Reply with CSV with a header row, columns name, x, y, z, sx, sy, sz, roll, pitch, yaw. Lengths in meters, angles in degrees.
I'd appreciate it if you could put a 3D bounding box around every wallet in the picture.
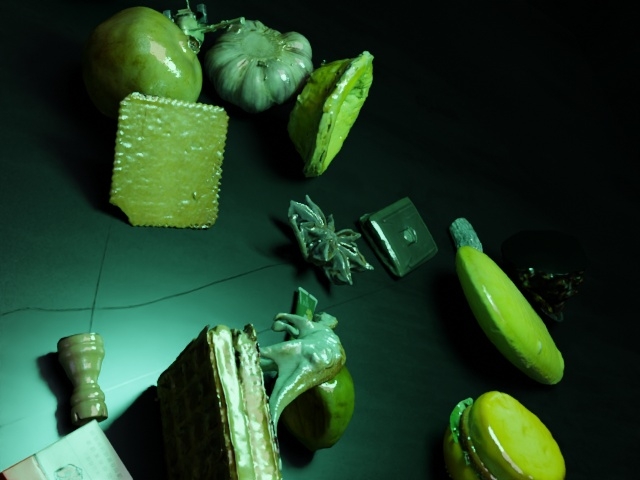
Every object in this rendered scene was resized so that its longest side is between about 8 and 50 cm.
name,x,y,z,sx,sy,sz,roll,pitch,yaw
wallet,0.197,-0.015,1.912,0.169,0.052,0.245,57,34,5

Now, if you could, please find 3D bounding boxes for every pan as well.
name,x,y,z,sx,sy,sz,roll,pitch,yaw
pan,0.562,0.147,2.142,0.235,0.028,0.136,31,28,-33

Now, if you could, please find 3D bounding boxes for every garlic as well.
name,x,y,z,sx,sy,sz,roll,pitch,yaw
garlic,-0.134,-0.377,1.795,0.245,0.160,0.245,1,54,-2

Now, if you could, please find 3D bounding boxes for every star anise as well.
name,x,y,z,sx,sy,sz,roll,pitch,yaw
star anise,0.000,-0.001,1.657,0.262,0.081,0.230,12,50,-55

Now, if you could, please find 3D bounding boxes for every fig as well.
name,x,y,z,sx,sy,sz,roll,pitch,yaw
fig,-0.010,0.271,1.366,0.154,0.144,0.166,59,17,-68

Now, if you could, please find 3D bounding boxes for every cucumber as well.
name,x,y,z,sx,sy,sz,roll,pitch,yaw
cucumber,0.372,-0.003,2.069,0.064,0.064,0.112,11,50,-41

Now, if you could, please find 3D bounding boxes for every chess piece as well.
name,x,y,z,sx,sy,sz,roll,pitch,yaw
chess piece,-0.336,0.199,1.145,0.066,0.066,0.122,10,57,-42

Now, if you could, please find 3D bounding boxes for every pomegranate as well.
name,x,y,z,sx,sy,sz,roll,pitch,yaw
pomegranate,-0.329,-0.311,1.481,0.233,0.233,0.233,28,41,-27

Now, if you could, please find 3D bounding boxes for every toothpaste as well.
name,x,y,z,sx,sy,sz,roll,pitch,yaw
toothpaste,-0.038,0.167,1.510,0.049,0.031,0.204,37,36,-19

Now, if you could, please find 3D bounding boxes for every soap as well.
name,x,y,z,sx,sy,sz,roll,pitch,yaw
soap,0.436,0.176,1.907,0.427,0.115,0.306,41,27,-47

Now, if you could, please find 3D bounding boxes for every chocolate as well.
name,x,y,z,sx,sy,sz,roll,pitch,yaw
chocolate,0.550,0.103,2.025,0.206,0.177,0.224,0,28,1

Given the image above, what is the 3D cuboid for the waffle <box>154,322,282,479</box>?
name,x,y,z,sx,sy,sz,roll,pitch,yaw
waffle,-0.144,0.294,1.127,0.091,0.213,0.308,6,55,-32

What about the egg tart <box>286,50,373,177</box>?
name,x,y,z,sx,sy,sz,roll,pitch,yaw
egg tart,0.012,-0.289,1.781,0.120,0.315,0.315,26,36,6

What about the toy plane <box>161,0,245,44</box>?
name,x,y,z,sx,sy,sz,roll,pitch,yaw
toy plane,-0.279,-0.448,1.712,0.256,0.242,0.104,-102,179,-65

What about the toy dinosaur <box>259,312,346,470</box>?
name,x,y,z,sx,sy,sz,roll,pitch,yaw
toy dinosaur,-0.055,0.193,1.247,0.205,0.092,0.393,11,21,-9

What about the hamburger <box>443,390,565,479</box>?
name,x,y,z,sx,sy,sz,roll,pitch,yaw
hamburger,0.341,0.422,1.563,0.246,0.170,0.246,32,27,-18

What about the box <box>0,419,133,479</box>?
name,x,y,z,sx,sy,sz,roll,pitch,yaw
box,-0.334,0.313,1.052,0.100,0.048,0.152,54,34,8

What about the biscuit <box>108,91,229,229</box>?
name,x,y,z,sx,sy,sz,roll,pitch,yaw
biscuit,-0.266,-0.136,1.434,0.237,0.013,0.232,1,100,-45
